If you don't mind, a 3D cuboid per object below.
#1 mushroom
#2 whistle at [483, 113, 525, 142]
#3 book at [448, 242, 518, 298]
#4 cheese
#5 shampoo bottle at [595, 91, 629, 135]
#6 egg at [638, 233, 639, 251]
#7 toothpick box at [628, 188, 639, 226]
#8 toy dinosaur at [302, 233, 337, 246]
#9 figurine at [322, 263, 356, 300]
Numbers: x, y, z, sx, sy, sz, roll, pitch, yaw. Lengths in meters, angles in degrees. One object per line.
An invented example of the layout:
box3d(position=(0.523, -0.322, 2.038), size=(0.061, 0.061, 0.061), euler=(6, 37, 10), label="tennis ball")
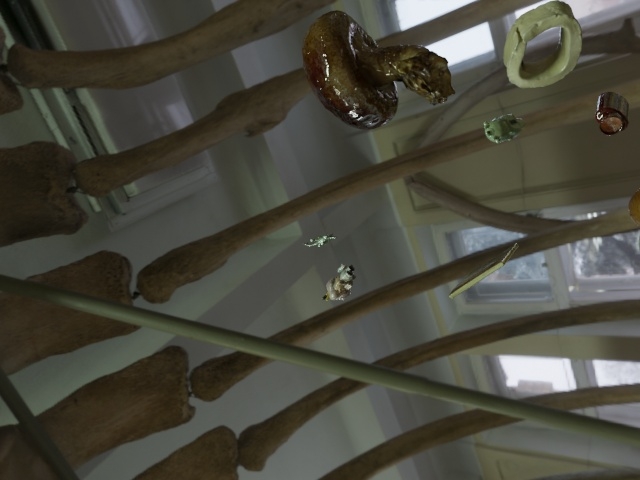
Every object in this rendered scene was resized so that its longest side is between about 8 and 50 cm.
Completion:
box3d(position=(0.118, -0.470, 1.218), size=(0.331, 0.356, 0.334), euler=(13, -121, -31), label="mushroom")
box3d(position=(0.724, -0.439, 1.814), size=(0.244, 0.092, 0.110), euler=(-22, -106, -33), label="whistle")
box3d(position=(0.705, 0.125, 1.973), size=(0.028, 0.262, 0.374), euler=(56, -148, 9), label="book")
box3d(position=(0.957, -0.843, 2.001), size=(0.332, 0.292, 0.153), euler=(72, -163, -48), label="cheese")
box3d(position=(0.915, -0.397, 1.449), size=(0.102, 0.064, 0.260), euler=(38, -137, 8), label="shampoo bottle")
box3d(position=(1.186, 0.000, 1.473), size=(0.336, 0.278, 0.278), euler=(35, -123, -61), label="egg")
box3d(position=(0.891, -0.015, 1.103), size=(0.192, 0.192, 0.294), euler=(35, -150, -42), label="toothpick box")
box3d(position=(0.000, 0.002, 1.921), size=(0.082, 0.209, 0.039), euler=(-17, -87, -46), label="toy dinosaur")
box3d(position=(0.093, 0.193, 2.022), size=(0.112, 0.229, 0.137), euler=(24, -135, -6), label="figurine")
